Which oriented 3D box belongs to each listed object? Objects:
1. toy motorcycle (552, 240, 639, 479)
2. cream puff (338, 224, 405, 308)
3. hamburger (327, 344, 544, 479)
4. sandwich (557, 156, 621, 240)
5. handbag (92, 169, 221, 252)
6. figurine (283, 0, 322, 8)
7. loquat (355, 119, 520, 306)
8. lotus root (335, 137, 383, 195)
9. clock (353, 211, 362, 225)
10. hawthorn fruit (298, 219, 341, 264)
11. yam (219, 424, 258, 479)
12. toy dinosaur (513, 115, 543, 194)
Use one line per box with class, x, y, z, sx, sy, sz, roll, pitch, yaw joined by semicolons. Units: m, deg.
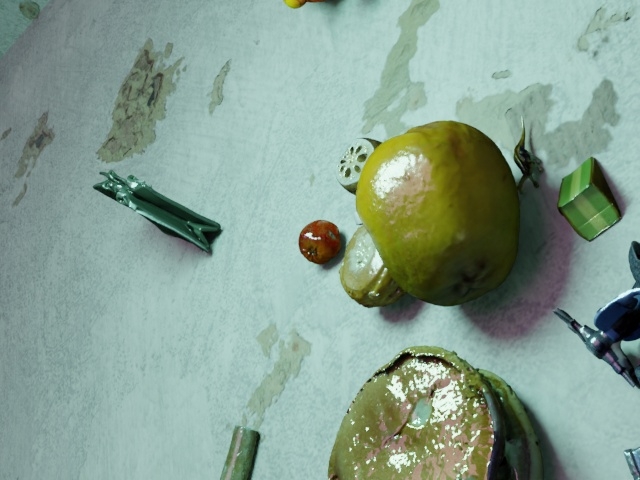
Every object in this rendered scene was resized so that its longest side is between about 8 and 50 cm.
toy motorcycle;0.448;0.157;1.339;0.212;0.125;0.359;-41;42;31
cream puff;0.111;0.045;1.823;0.165;0.115;0.150;-54;37;13
hamburger;0.171;0.307;1.528;0.318;0.195;0.277;-20;51;40
sandwich;0.424;-0.067;1.604;0.074;0.074;0.116;-40;10;29
handbag;-0.385;-0.076;2.380;0.247;0.260;0.079;21;81;54
figurine;0.012;-0.641;2.301;0.323;0.196;0.320;20;74;48
loquat;0.199;-0.047;1.641;0.276;0.276;0.284;-39;56;29
lotus root;0.094;-0.141;1.998;0.122;0.081;0.112;-51;46;17
clock;0.112;-0.048;1.879;0.087;0.129;0.041;-14;86;26
hawthorn fruit;0.000;0.000;2.020;0.093;0.093;0.093;-28;49;38
yam;-0.158;0.424;1.975;0.054;0.054;0.132;-8;62;48
toy dinosaur;0.347;-0.133;1.709;0.037;0.058;0.180;-31;34;26
